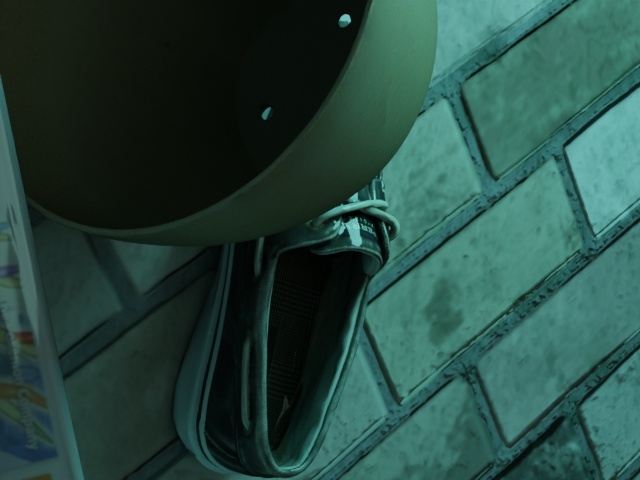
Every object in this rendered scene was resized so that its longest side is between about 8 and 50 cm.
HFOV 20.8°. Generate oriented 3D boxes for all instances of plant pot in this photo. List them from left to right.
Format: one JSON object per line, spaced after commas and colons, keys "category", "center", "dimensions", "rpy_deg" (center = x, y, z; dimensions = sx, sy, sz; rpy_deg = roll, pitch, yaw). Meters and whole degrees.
{"category": "plant pot", "center": [-0.041, -0.119, 1.037], "dimensions": [0.191, 0.284, 0.284], "rpy_deg": [24, 82, -55]}

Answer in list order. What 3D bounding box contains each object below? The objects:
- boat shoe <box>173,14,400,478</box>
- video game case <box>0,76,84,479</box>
{"category": "boat shoe", "center": [0.000, 0.000, 1.167], "dimensions": [0.121, 0.119, 0.335], "rpy_deg": [12, 89, -39]}
{"category": "video game case", "center": [-0.297, 0.035, 0.918], "dimensions": [0.299, 0.036, 0.329], "rpy_deg": [-13, 106, -14]}
